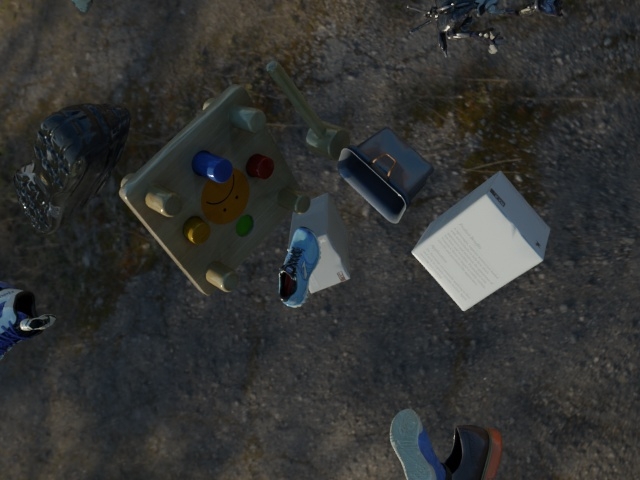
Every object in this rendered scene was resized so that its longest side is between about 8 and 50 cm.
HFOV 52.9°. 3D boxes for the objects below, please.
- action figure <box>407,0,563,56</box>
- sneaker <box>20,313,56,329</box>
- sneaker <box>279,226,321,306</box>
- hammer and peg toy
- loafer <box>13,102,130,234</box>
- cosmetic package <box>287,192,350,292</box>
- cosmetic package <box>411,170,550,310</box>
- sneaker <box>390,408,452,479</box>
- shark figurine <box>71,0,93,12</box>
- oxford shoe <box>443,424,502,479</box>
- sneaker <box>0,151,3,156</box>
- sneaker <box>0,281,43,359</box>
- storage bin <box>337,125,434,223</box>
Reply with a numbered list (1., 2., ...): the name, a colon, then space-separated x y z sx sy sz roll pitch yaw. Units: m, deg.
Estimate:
1. action figure: 0.305 -0.428 1.180 0.275 0.141 0.164 0 94 38
2. sneaker: -0.613 0.182 1.412 0.037 0.083 0.032 -4 96 34
3. sneaker: -0.045 0.052 1.268 0.063 0.073 0.162 8 88 23
4. hammer and peg toy: -0.129 -0.117 1.043 0.127 0.266 0.361 24 65 41
5. loafer: -0.244 -0.066 0.633 0.223 0.078 0.076 -31 91 51
6. cosmetic package: 0.000 0.000 1.460 0.107 0.238 0.127 -22 112 14
7. cosmetic package: 0.297 -0.001 1.183 0.183 0.151 0.151 -40 93 31
8. sneaker: 0.160 0.343 1.011 0.058 0.084 0.152 -33 32 10
9. shark figurine: -0.285 -0.465 0.892 0.278 0.166 0.116 -28 48 15
10. oxford shoe: 0.267 0.489 1.250 0.098 0.097 0.271 16 86 -9
11. sneaker: -0.589 -0.137 0.948 0.083 0.222 0.118 34 87 25
12. sneaker: -0.841 0.247 1.675 0.182 0.127 0.316 -1 56 28
13. storage bin: 0.108 -0.114 1.007 0.135 0.098 0.091 43 68 11
